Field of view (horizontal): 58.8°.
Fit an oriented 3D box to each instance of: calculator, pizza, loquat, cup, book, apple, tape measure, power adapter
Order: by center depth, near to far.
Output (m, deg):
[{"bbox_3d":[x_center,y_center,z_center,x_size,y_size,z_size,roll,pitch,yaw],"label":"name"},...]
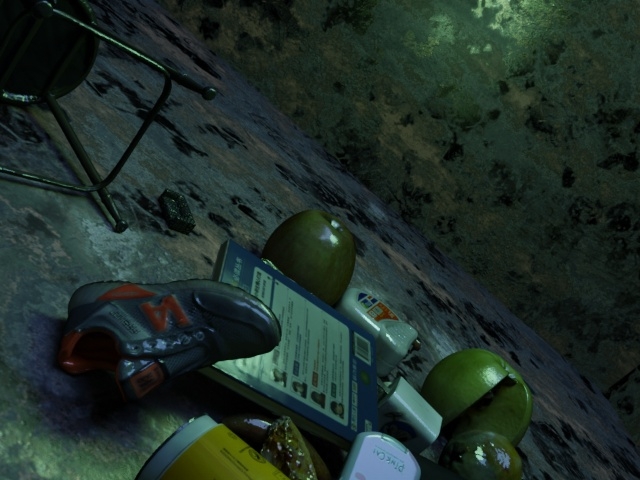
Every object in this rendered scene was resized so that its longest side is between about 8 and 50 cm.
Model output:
[{"bbox_3d":[-0.100,0.368,0.730,0.279,0.196,0.196,39,17,16],"label":"cup"},{"bbox_3d":[-0.036,0.400,0.893,0.127,0.058,0.246,38,31,-34],"label":"pizza"},{"bbox_3d":[0.087,0.449,0.974,0.141,0.045,0.246,32,48,0],"label":"calculator"},{"bbox_3d":[-0.043,0.210,1.100,0.428,0.039,0.300,37,35,-26],"label":"book"},{"bbox_3d":[0.153,0.380,1.278,0.205,0.130,0.125,44,19,6],"label":"power adapter"},{"bbox_3d":[0.365,0.530,1.304,0.227,0.179,0.179,5,40,-41],"label":"loquat"},{"bbox_3d":[-0.022,0.050,1.487,0.257,0.234,0.257,40,16,-14],"label":"apple"},{"bbox_3d":[0.415,0.429,1.509,0.292,0.254,0.292,40,14,-12],"label":"apple"},{"bbox_3d":[0.140,0.250,1.549,0.265,0.130,0.258,41,15,12],"label":"tape measure"}]

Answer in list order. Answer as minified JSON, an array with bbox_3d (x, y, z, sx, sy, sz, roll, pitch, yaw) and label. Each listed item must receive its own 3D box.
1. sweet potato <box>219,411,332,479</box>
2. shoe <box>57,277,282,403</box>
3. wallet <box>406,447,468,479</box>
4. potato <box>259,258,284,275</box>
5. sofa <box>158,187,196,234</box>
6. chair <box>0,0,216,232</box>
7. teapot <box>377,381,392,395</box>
[{"bbox_3d":[-0.062,0.362,0.999,0.255,0.058,0.078,40,35,-16],"label":"sweet potato"},{"bbox_3d":[-0.230,0.155,0.829,0.336,0.132,0.171,3,39,5],"label":"shoe"},{"bbox_3d":[0.254,0.532,1.099,0.405,0.062,0.228,26,19,4],"label":"wallet"},{"bbox_3d":[-0.141,0.170,1.152,0.160,0.111,0.272,45,31,-17],"label":"potato"},{"bbox_3d":[-0.350,-0.072,1.385,0.060,0.039,0.118,22,27,-45],"label":"sofa"},{"bbox_3d":[-0.517,-0.309,1.098,0.361,0.365,0.410,15,29,-54],"label":"chair"},{"bbox_3d":[0.167,0.396,1.394,0.067,0.057,0.083,38,26,-5],"label":"teapot"}]
